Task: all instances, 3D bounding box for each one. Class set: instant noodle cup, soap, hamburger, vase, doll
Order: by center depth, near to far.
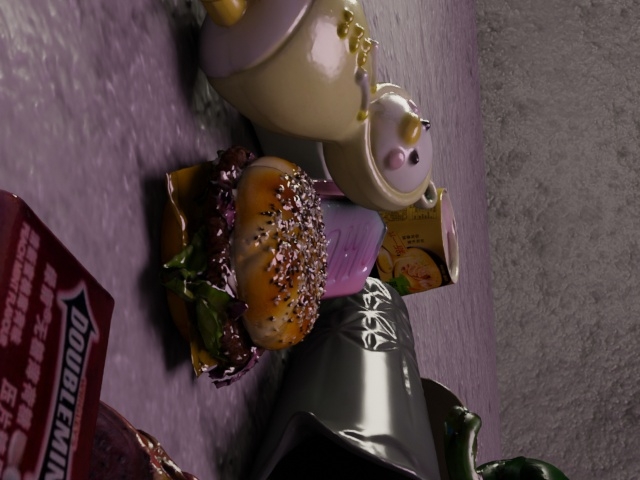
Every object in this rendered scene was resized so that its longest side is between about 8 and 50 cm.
[{"bbox_3d":[-0.048,0.013,0.743,0.189,0.093,0.164,-58,141,-65],"label":"hamburger"},{"bbox_3d":[0.011,-0.121,0.825,0.296,0.117,0.141,38,49,-31],"label":"doll"},{"bbox_3d":[0.000,0.000,0.919,0.149,0.056,0.100,0,116,-59],"label":"soap"},{"bbox_3d":[0.029,0.158,0.922,0.301,0.156,0.251,-82,157,-60],"label":"vase"},{"bbox_3d":[-0.017,-0.147,0.983,0.121,0.063,0.183,70,22,-48],"label":"soap"},{"bbox_3d":[0.096,0.001,1.261,0.151,0.122,0.151,-7,90,-77],"label":"instant noodle cup"}]

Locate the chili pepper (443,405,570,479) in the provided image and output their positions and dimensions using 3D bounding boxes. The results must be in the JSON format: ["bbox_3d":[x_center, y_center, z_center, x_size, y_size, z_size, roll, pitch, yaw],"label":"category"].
[{"bbox_3d":[0.158,0.263,0.906,0.261,0.165,0.174,47,19,-21],"label":"chili pepper"}]

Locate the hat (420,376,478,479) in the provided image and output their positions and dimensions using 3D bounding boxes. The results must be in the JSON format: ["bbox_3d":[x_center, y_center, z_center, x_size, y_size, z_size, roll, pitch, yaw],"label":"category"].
[{"bbox_3d":[0.086,0.228,1.062,0.144,0.173,0.166,52,37,-54],"label":"hat"}]

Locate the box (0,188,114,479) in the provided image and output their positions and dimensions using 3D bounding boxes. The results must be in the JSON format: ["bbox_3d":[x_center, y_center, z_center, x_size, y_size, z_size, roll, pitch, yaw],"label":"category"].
[{"bbox_3d":[-0.140,0.101,0.408,0.120,0.069,0.224,64,24,-55],"label":"box"}]

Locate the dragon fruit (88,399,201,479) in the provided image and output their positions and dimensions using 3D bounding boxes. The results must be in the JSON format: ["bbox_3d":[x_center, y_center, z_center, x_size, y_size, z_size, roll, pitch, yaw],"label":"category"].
[{"bbox_3d":[-0.092,0.152,0.520,0.102,0.096,0.147,68,24,-59],"label":"dragon fruit"}]
